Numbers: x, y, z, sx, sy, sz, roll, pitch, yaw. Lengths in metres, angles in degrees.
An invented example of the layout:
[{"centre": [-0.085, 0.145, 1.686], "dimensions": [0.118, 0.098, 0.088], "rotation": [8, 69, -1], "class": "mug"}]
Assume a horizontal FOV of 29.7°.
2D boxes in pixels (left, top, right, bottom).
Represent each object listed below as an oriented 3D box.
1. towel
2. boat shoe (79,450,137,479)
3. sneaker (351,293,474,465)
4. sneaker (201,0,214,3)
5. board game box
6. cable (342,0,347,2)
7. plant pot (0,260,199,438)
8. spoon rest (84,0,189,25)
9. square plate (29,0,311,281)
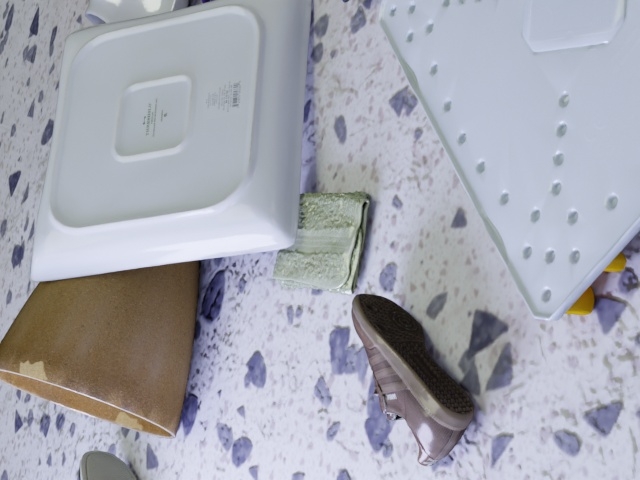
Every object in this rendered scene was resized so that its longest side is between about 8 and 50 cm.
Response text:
[{"centre": [0.000, 0.000, 1.266], "dimensions": [0.148, 0.027, 0.110], "rotation": [4, 82, 57], "class": "towel"}, {"centre": [-0.258, 0.356, 1.493], "dimensions": [0.079, 0.084, 0.233], "rotation": [-60, 40, 25], "class": "boat shoe"}, {"centre": [0.067, 0.122, 1.089], "dimensions": [0.071, 0.066, 0.188], "rotation": [-64, 35, 23], "class": "sneaker"}, {"centre": [-0.123, -0.239, 1.476], "dimensions": [0.068, 0.071, 0.169], "rotation": [102, 166, -59], "class": "sneaker"}, {"centre": [0.216, -0.201, 0.941], "dimensions": [0.390, 0.050, 0.390], "rotation": [-56, 41, 37], "class": "board game box"}, {"centre": [0.072, -0.340, 1.257], "dimensions": [0.184, 0.047, 0.150], "rotation": [-33, 49, 51], "class": "cable"}, {"centre": [-0.246, 0.080, 1.460], "dimensions": [0.237, 0.237, 0.254], "rotation": [-7, 61, 56], "class": "plant pot"}, {"centre": [-0.269, -0.339, 1.732], "dimensions": [0.276, 0.084, 0.137], "rotation": [6, 85, 58], "class": "spoon rest"}, {"centre": [-0.180, -0.136, 1.387], "dimensions": [0.344, 0.049, 0.347], "rotation": [-8, 64, 24], "class": "square plate"}]
